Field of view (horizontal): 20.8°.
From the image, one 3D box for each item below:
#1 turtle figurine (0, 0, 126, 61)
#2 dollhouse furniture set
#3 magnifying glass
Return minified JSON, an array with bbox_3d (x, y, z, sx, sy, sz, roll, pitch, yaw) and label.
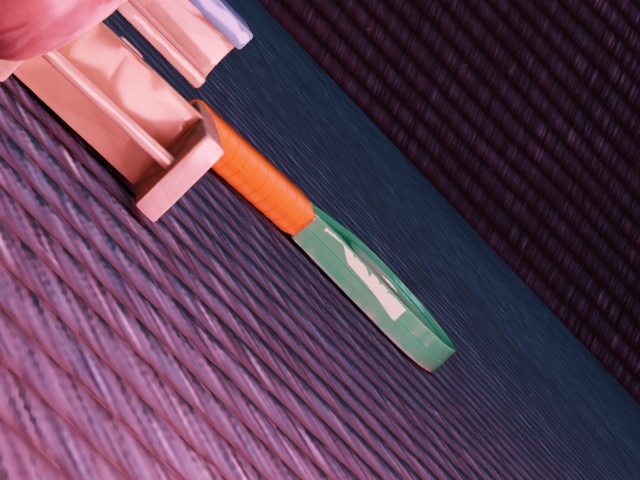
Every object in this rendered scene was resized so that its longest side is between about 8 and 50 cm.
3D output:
[{"bbox_3d":[-0.114,-0.138,0.370,0.217,0.269,0.087,61,38,-35],"label":"turtle figurine"},{"bbox_3d":[-0.085,-0.128,0.651,0.184,0.129,0.129,45,6,-16],"label":"dollhouse furniture set"},{"bbox_3d":[0.000,0.000,0.938,0.231,0.026,0.092,45,7,-40],"label":"magnifying glass"}]
